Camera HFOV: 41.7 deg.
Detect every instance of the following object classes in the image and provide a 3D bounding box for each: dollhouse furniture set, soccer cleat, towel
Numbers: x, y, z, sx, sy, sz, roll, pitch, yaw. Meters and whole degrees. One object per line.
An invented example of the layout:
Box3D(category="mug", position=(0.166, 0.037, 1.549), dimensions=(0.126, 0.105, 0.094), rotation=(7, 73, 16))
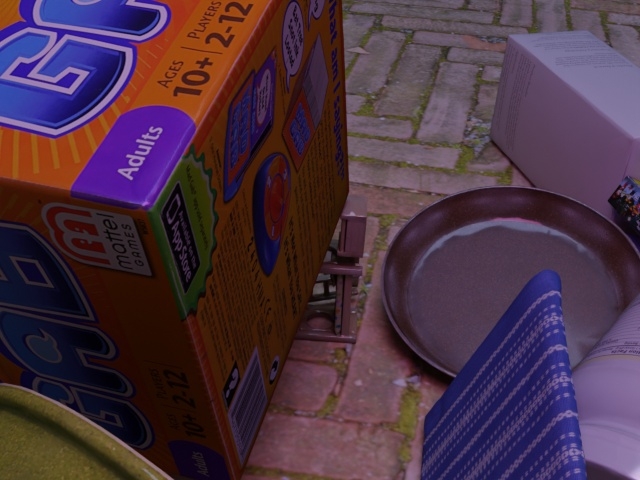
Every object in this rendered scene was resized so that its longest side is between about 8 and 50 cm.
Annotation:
Box3D(category="dollhouse furniture set", position=(0.000, 0.000, 1.008), dimensions=(0.101, 0.181, 0.161), rotation=(4, 35, 1))
Box3D(category="soccer cleat", position=(0.353, 0.021, 1.092), dimensions=(0.248, 0.083, 0.095), rotation=(12, 28, 6))
Box3D(category="towel", position=(0.146, 0.201, 0.691), dimensions=(0.040, 0.243, 0.336), rotation=(23, 34, -7))

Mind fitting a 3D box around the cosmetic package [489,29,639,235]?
Box3D(category="cosmetic package", position=(0.406, -0.157, 1.258), dimensions=(0.155, 0.196, 0.365), rotation=(-7, 37, -16))

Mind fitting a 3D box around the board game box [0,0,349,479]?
Box3D(category="board game box", position=(-0.195, -0.067, 0.708), dimensions=(0.357, 0.356, 0.356), rotation=(11, 52, 13))

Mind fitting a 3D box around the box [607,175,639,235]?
Box3D(category="box", position=(0.496, 0.009, 1.068), dimensions=(0.233, 0.044, 0.159), rotation=(19, 28, -25))

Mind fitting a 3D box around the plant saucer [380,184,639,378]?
Box3D(category="plant saucer", position=(0.228, 0.059, 1.005), dimensions=(0.311, 0.050, 0.310), rotation=(-4, 47, 4))

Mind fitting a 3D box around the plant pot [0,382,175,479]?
Box3D(category="plant pot", position=(-0.181, 0.327, 0.419), dimensions=(0.367, 0.366, 0.353), rotation=(25, 52, 29))

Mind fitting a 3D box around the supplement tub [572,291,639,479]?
Box3D(category="supplement tub", position=(0.349, 0.154, 0.739), dimensions=(0.235, 0.235, 0.325), rotation=(30, 55, 33))
